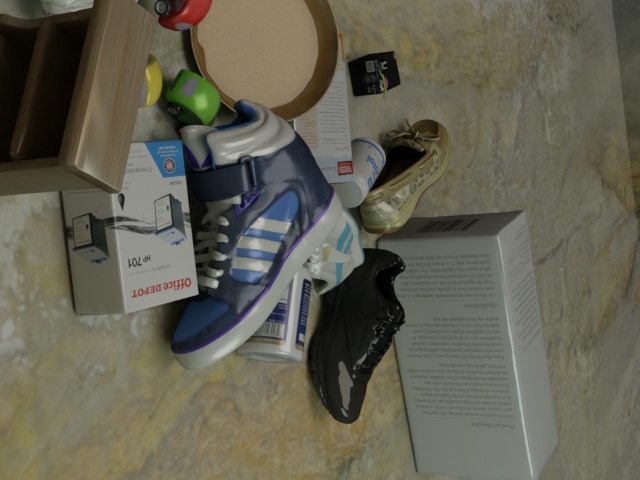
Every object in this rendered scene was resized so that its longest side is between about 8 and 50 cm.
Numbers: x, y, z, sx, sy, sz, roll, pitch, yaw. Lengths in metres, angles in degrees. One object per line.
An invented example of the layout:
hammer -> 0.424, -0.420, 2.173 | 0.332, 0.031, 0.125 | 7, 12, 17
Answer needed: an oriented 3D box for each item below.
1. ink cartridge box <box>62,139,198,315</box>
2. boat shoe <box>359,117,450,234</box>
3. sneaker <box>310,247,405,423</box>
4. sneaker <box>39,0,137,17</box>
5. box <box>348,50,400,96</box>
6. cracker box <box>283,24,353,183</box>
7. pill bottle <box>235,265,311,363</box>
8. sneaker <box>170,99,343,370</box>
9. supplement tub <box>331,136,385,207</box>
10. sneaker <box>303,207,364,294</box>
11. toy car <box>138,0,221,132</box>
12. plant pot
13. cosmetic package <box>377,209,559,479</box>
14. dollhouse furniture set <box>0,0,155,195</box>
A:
ink cartridge box -> -0.222, -0.017, 1.238 | 0.139, 0.082, 0.191 | -14, 98, -58
boat shoe -> 0.146, -0.130, 1.834 | 0.285, 0.104, 0.089 | -60, 139, -41
sneaker -> 0.065, 0.142, 1.656 | 0.109, 0.130, 0.286 | 23, 69, -58
sneaker -> -0.242, -0.343, 1.235 | 0.305, 0.114, 0.152 | -51, 151, -50
box -> 0.093, -0.284, 1.807 | 0.083, 0.052, 0.062 | -33, 117, -56
cracker box -> -0.024, -0.197, 1.593 | 0.155, 0.067, 0.232 | -8, 94, -57
pill bottle -> -0.062, 0.081, 1.482 | 0.094, 0.094, 0.169 | 30, 62, -54
sneaker -> -0.133, -0.026, 1.346 | 0.323, 0.130, 0.236 | -50, 116, -21
supplement tub -> 0.057, -0.111, 1.717 | 0.107, 0.071, 0.071 | -60, 136, -43
sneaker -> 0.000, 0.000, 1.557 | 0.092, 0.087, 0.229 | -44, 147, -14
toy car -> -0.170, -0.206, 1.317 | 0.239, 0.053, 0.225 | -64, 153, -23
plant pot -> -0.079, -0.278, 1.467 | 0.236, 0.032, 0.236 | 1, 88, -33
cosmetic package -> 0.269, 0.187, 1.894 | 0.161, 0.230, 0.453 | -31, 115, -56
dollhouse furniture set -> -0.363, -0.175, 0.844 | 0.394, 0.256, 0.362 | 33, 60, -54
